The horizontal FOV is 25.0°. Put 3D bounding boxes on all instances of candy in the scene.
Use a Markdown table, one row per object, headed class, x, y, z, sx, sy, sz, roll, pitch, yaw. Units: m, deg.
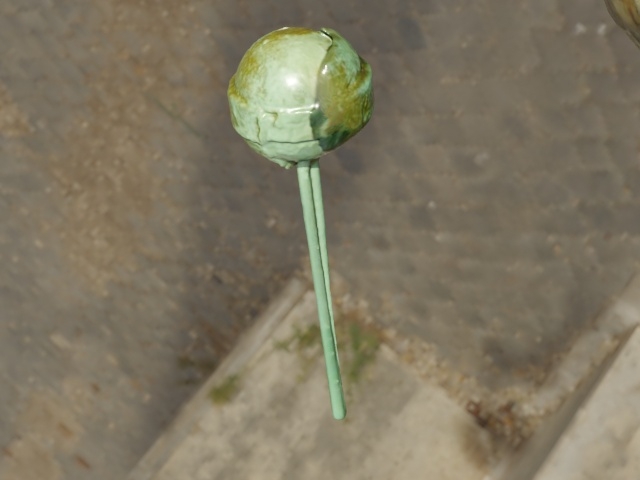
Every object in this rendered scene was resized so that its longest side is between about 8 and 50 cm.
| class | x | y | z | sx | sy | sz | roll | pitch | yaw |
| --- | --- | --- | --- | --- | --- | --- | --- | --- | --- |
| candy | 0.000 | 0.000 | 0.639 | 0.061 | 0.061 | 0.202 | 18 | 130 | 35 |

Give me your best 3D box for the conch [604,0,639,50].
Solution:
| class | x | y | z | sx | sy | sz | roll | pitch | yaw |
| --- | --- | --- | --- | --- | --- | --- | --- | --- | --- |
| conch | 0.200 | -0.104 | 0.557 | 0.210 | 0.291 | 0.159 | 22 | 141 | -5 |
